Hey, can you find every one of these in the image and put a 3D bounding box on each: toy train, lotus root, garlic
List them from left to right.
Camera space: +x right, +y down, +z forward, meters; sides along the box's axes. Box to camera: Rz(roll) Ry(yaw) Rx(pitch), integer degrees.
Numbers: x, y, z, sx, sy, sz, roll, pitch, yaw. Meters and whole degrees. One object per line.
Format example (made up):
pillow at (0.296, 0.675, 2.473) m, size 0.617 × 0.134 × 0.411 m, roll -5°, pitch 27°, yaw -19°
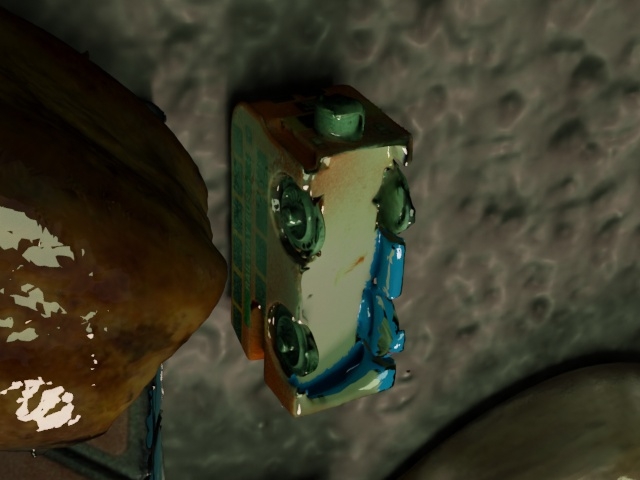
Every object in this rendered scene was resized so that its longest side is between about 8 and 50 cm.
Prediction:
lotus root at (-0.194, -0.020, 0.600) m, size 0.291 × 0.193 × 0.193 m, roll 27°, pitch 107°, yaw -18°
toy train at (0.000, 0.000, 0.773) m, size 0.072 × 0.099 × 0.188 m, roll -12°, pitch 124°, yaw -22°
garlic at (0.151, 0.174, 0.971) m, size 0.318 × 0.112 × 0.143 m, roll -20°, pitch 131°, yaw 1°

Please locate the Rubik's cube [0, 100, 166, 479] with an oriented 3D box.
Rubik's cube at (-0.151, 0.104, 0.739) m, size 0.228 × 0.233 × 0.229 m, roll 56°, pitch 44°, yaw -4°
